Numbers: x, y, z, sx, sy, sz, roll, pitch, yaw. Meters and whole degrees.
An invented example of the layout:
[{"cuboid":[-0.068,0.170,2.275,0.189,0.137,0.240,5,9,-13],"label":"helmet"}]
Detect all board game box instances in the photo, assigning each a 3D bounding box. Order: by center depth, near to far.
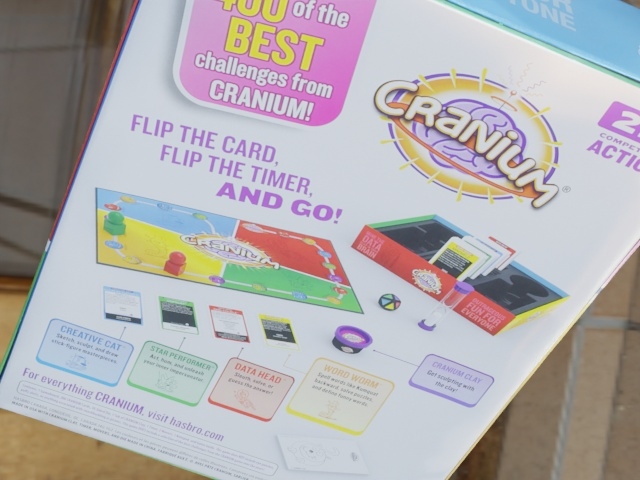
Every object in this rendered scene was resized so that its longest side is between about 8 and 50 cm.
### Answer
[{"cuboid":[0.000,0.000,0.561,0.064,0.242,0.316,-83,19,-50],"label":"board game box"}]
